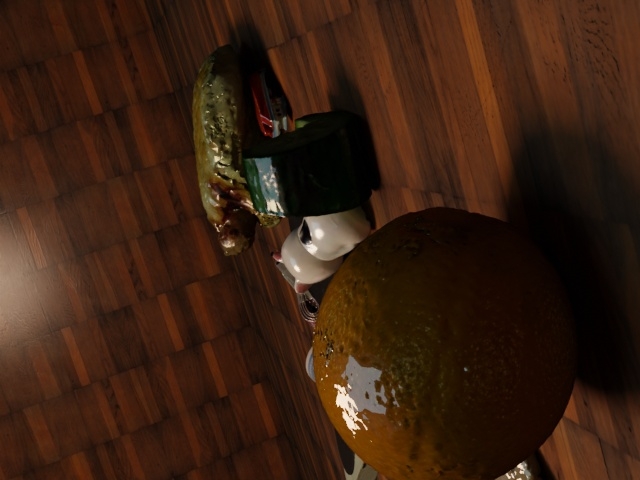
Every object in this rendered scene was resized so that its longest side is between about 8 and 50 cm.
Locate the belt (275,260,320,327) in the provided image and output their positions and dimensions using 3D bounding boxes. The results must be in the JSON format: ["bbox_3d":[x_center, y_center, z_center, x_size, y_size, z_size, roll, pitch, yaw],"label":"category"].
[{"bbox_3d":[-0.044,0.101,2.019,0.232,0.071,0.053,64,-178,34],"label":"belt"}]

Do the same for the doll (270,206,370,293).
[{"bbox_3d":[0.005,-0.005,1.462,0.181,0.107,0.110,-57,47,34],"label":"doll"}]

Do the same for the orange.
[{"bbox_3d":[0.122,0.105,0.865,0.274,0.274,0.274,161,90,-78],"label":"orange"}]

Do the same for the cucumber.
[{"bbox_3d":[-0.016,-0.111,1.344,0.191,0.191,0.130,-141,34,-68],"label":"cucumber"}]

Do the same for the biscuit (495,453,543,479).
[{"bbox_3d":[0.226,0.278,1.167,0.290,0.038,0.141,-140,48,-61],"label":"biscuit"}]

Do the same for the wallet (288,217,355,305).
[{"bbox_3d":[0.037,0.075,1.660,0.406,0.062,0.228,-137,31,-63],"label":"wallet"}]

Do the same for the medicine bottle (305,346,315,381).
[{"bbox_3d":[0.055,0.253,1.637,0.168,0.105,0.105,29,139,50],"label":"medicine bottle"}]

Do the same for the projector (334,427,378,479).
[{"bbox_3d":[0.077,0.363,1.808,0.257,0.079,0.259,99,161,-57],"label":"projector"}]

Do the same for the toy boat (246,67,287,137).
[{"bbox_3d":[-0.104,-0.279,1.735,0.069,0.058,0.173,90,164,-55],"label":"toy boat"}]

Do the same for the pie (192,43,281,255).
[{"bbox_3d":[-0.191,-0.228,1.908,0.395,0.180,0.418,-106,9,-52],"label":"pie"}]
